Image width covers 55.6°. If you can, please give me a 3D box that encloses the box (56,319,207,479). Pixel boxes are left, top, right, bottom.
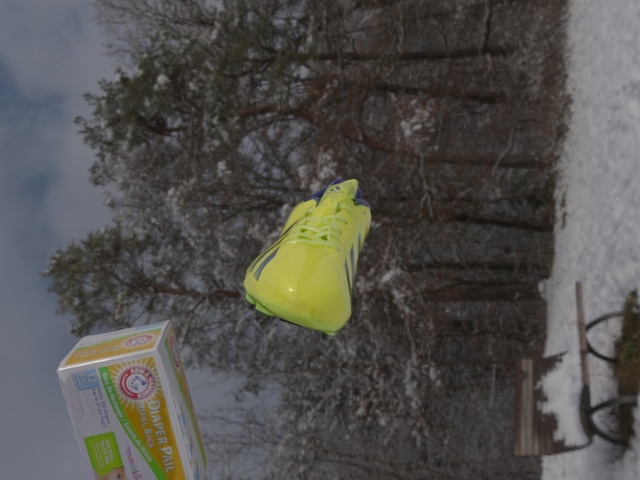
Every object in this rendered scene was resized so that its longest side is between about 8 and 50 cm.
[{"bbox_3d":[-0.212,0.210,0.712,0.103,0.114,0.203,-116,14,-78],"label":"box"}]

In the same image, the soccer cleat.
[{"bbox_3d":[-0.001,-0.001,0.559,0.289,0.094,0.121,-69,2,-77],"label":"soccer cleat"}]
